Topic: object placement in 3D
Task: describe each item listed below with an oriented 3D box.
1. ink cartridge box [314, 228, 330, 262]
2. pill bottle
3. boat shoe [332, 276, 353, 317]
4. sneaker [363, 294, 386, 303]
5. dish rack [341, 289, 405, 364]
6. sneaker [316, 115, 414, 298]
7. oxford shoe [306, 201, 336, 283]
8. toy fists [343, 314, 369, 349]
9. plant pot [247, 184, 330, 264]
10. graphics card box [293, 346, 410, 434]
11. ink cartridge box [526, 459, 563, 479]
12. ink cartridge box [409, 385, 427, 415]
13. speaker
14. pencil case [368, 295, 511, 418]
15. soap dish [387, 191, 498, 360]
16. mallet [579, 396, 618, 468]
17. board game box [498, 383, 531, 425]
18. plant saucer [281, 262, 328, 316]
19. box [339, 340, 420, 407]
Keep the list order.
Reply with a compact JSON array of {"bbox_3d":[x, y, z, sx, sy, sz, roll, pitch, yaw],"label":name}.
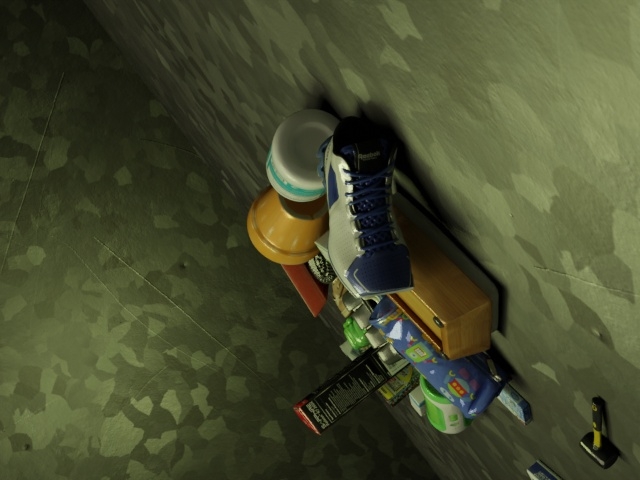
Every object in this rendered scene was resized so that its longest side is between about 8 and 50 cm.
[{"bbox_3d":[0.080,0.018,1.920,0.062,0.109,0.209,56,170,-25],"label":"ink cartridge box"},{"bbox_3d":[-0.029,-0.156,1.686,0.146,0.146,0.264,52,171,0],"label":"pill bottle"},{"bbox_3d":[0.077,0.131,2.317,0.110,0.121,0.341,51,172,4],"label":"boat shoe"},{"bbox_3d":[0.176,0.159,1.879,0.211,0.081,0.080,47,168,22],"label":"sneaker"},{"bbox_3d":[0.163,0.177,2.036,0.208,0.074,0.271,57,-156,9],"label":"dish rack"},{"bbox_3d":[0.067,-0.071,1.423,0.182,0.127,0.316,102,155,-69],"label":"sneaker"},{"bbox_3d":[0.000,0.000,2.283,0.096,0.082,0.227,-33,-72,-70],"label":"oxford shoe"},{"bbox_3d":[0.133,0.220,2.315,0.096,0.142,0.279,52,170,4],"label":"toy fists"},{"bbox_3d":[-0.059,-0.069,2.068,0.205,0.205,0.188,51,156,9],"label":"plant pot"},{"bbox_3d":[0.105,0.352,2.240,0.094,0.371,0.233,52,170,5],"label":"graphics card box"},{"bbox_3d":[0.585,0.635,1.978,0.224,0.045,0.223,57,169,-31],"label":"ink cartridge box"},{"bbox_3d":[0.303,0.444,2.488,0.052,0.088,0.122,47,169,27],"label":"ink cartridge box"},{"bbox_3d":[0.309,0.374,2.094,0.131,0.131,0.296,47,170,28],"label":"speaker"},{"bbox_3d":[0.240,0.218,1.728,0.306,0.119,0.133,44,138,-5],"label":"pencil case"},{"bbox_3d":[0.188,0.071,1.569,0.291,0.118,0.229,46,169,26],"label":"soap dish"},{"bbox_3d":[0.464,0.319,1.431,0.062,0.039,0.190,48,166,34],"label":"mallet"},{"bbox_3d":[0.403,0.336,1.823,0.090,0.020,0.090,47,169,36],"label":"board game box"},{"bbox_3d":[-0.033,0.032,2.367,0.258,0.047,0.259,-83,-27,-45],"label":"plant saucer"},{"bbox_3d":[0.185,0.328,2.411,0.233,0.159,0.044,46,168,37],"label":"box"}]
